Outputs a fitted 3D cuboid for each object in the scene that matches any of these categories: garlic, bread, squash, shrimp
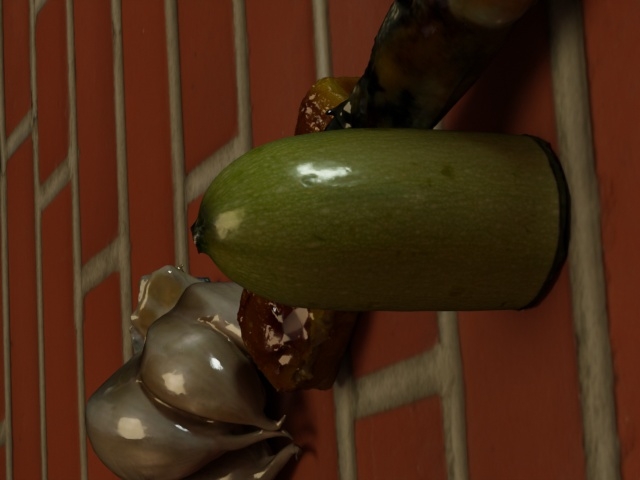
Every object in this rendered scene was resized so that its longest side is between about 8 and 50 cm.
[{"bbox_3d":[-0.107,0.162,1.821,0.237,0.210,0.292,-44,32,12],"label":"garlic"},{"bbox_3d":[0.001,0.000,1.607,0.139,0.077,0.271,59,138,48],"label":"bread"},{"bbox_3d":[0.033,-0.015,1.307,0.132,0.247,0.132,180,90,-69],"label":"squash"},{"bbox_3d":[0.083,-0.208,1.391,0.272,0.085,0.445,-99,29,-49],"label":"shrimp"}]

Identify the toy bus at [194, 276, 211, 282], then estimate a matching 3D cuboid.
[{"bbox_3d":[-0.152,0.112,1.985,0.047,0.065,0.166,-113,31,-47],"label":"toy bus"}]
